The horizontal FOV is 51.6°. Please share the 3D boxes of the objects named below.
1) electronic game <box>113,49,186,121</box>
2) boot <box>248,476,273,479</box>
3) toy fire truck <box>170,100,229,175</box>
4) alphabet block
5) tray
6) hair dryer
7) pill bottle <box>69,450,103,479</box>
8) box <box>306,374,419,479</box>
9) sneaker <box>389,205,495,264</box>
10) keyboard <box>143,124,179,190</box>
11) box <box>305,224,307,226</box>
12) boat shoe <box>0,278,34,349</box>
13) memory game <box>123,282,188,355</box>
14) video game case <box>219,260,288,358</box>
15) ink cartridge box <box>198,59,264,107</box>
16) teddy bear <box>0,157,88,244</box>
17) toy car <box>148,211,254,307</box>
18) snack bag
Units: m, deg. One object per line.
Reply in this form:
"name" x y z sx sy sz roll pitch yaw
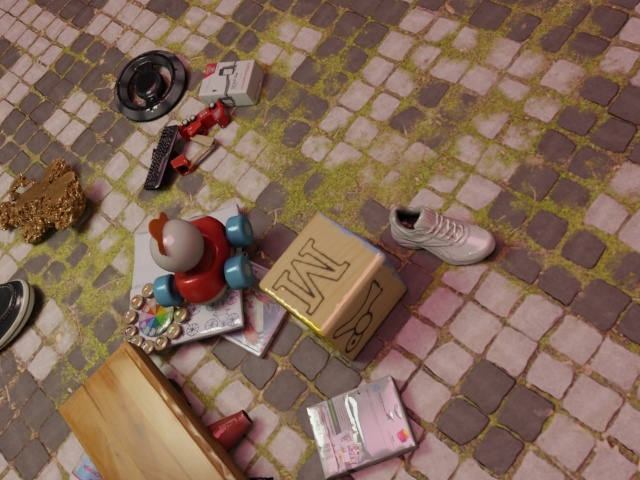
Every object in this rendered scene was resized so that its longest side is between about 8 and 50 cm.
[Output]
"electronic game" -0.491 -0.446 1.903 0.229 0.048 0.230 -5 71 16
"boot" -0.102 0.512 1.287 0.121 0.045 0.099 -13 58 17
"toy fire truck" -0.316 -0.272 1.748 0.192 0.047 0.135 -31 58 5
"alphabet block" 0.030 0.095 1.349 0.193 0.192 0.197 34 80 33
"tray" -0.339 0.410 1.317 0.203 0.076 0.411 -46 60 -5
"hair dryer" -0.281 0.394 1.395 0.293 0.080 0.224 -5 64 20
"pill bottle" -0.482 0.491 1.425 0.087 0.087 0.160 20 75 29
"box" 0.079 0.363 1.287 0.186 0.038 0.145 -25 60 11
"sneaker" 0.240 -0.018 1.358 0.232 0.115 0.090 12 71 26
"keyboard" -0.431 -0.221 1.760 0.108 0.023 0.180 1 71 53
"box" 0.000 0.000 1.505 0.083 0.018 0.067 4 68 24
"boat shoe" -0.972 0.230 1.714 0.499 0.156 0.187 -22 58 10
"memory game" -0.381 0.172 1.523 0.186 0.012 0.186 -12 60 22
"video game case" -0.165 0.144 1.501 0.201 0.023 0.184 23 76 29
"ink cartridge box" -0.238 -0.421 1.779 0.150 0.063 0.109 1 66 23
"teddy bear" -0.764 -0.104 1.831 0.337 0.113 0.245 -16 53 23
"toy car" -0.290 0.006 1.417 0.219 0.238 0.210 -14 56 16
"snack bag" -0.321 0.084 1.568 0.322 0.037 0.343 -16 58 19
